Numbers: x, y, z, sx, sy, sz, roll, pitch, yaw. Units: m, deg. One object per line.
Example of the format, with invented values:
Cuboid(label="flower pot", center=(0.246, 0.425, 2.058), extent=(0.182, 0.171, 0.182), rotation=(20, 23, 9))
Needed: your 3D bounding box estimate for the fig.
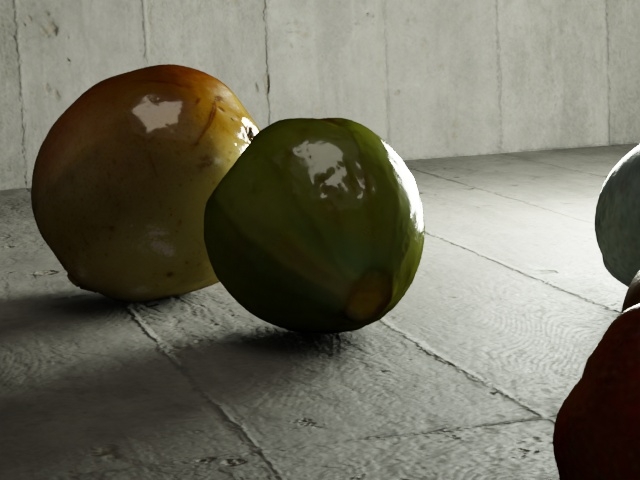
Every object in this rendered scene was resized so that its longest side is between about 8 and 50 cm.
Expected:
Cuboid(label="fig", center=(0.000, 0.000, 1.737), extent=(0.239, 0.239, 0.271), rotation=(-5, 36, -14))

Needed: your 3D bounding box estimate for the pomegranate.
Cuboid(label="pomegranate", center=(-0.213, -0.061, 1.997), extent=(0.319, 0.319, 0.319), rotation=(-2, 9, 0))

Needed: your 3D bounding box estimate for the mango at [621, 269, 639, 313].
Cuboid(label="mango", center=(0.338, 0.086, 1.382), extent=(0.133, 0.111, 0.267), rotation=(-9, 17, -16))

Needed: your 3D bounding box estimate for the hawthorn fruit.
Cuboid(label="hawthorn fruit", center=(0.255, 0.135, 0.985), extent=(0.196, 0.196, 0.225), rotation=(-12, 41, -46))

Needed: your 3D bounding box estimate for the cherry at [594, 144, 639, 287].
Cuboid(label="cherry", center=(0.442, -0.030, 1.783), extent=(0.296, 0.218, 0.255), rotation=(-13, 7, 28))
